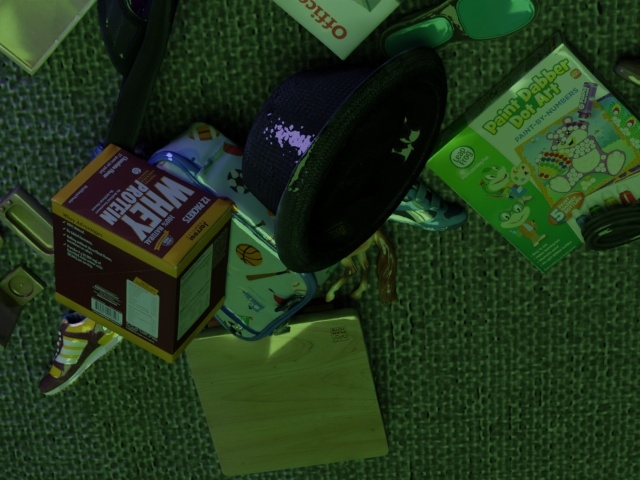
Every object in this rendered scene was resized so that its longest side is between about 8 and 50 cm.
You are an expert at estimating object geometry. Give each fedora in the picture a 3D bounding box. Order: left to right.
[{"bbox_3d":[0.013,-0.126,1.713,0.152,0.334,0.334,32,122,23],"label":"fedora"}]

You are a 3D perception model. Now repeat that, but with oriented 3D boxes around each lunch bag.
[{"bbox_3d":[-0.130,0.000,1.843,0.303,0.115,0.243,45,138,-7],"label":"lunch bag"}]

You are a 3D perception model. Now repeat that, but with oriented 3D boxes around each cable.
[{"bbox_3d":[0.495,-0.056,1.844,0.287,0.072,0.139,-20,154,15],"label":"cable"}]

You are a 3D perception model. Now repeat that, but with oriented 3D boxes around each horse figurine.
[{"bbox_3d":[0.000,0.000,1.912,0.263,0.066,0.174,18,122,0],"label":"horse figurine"}]

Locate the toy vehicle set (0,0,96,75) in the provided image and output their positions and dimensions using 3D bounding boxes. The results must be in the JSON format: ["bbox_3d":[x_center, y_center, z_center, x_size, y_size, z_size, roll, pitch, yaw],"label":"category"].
[{"bbox_3d":[-0.427,-0.358,1.754,0.267,0.035,0.166,40,114,-17],"label":"toy vehicle set"}]

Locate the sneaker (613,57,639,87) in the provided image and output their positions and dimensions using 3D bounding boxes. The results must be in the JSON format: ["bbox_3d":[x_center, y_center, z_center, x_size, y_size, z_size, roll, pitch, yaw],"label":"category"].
[{"bbox_3d":[0.476,-0.218,1.772,0.188,0.066,0.071,16,102,-12],"label":"sneaker"}]

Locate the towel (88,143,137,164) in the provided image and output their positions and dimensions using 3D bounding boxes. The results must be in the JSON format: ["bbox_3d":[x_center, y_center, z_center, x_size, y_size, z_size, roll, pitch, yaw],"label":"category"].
[{"bbox_3d":[-0.303,-0.075,1.909,0.067,0.029,0.119,22,119,-8],"label":"towel"}]

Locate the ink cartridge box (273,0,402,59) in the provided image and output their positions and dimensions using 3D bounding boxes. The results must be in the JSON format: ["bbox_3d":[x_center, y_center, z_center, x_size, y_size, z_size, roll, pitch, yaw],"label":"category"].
[{"bbox_3d":[0.050,-0.397,1.654,0.211,0.121,0.289,38,115,-17],"label":"ink cartridge box"}]

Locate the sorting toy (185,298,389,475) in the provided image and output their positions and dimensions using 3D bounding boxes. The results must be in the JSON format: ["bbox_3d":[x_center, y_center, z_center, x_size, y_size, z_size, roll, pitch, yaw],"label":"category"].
[{"bbox_3d":[-0.045,0.210,2.018,0.257,0.089,0.256,-9,119,8],"label":"sorting toy"}]

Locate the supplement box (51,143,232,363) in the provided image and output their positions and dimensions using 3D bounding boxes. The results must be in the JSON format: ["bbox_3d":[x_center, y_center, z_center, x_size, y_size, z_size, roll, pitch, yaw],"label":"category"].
[{"bbox_3d":[-0.231,0.017,1.750,0.191,0.129,0.194,27,139,15],"label":"supplement box"}]

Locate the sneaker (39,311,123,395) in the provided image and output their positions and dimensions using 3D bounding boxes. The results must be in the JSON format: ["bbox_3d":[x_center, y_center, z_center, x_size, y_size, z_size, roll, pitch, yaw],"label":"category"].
[{"bbox_3d":[-0.367,0.153,2.026,0.185,0.069,0.084,-40,101,16],"label":"sneaker"}]

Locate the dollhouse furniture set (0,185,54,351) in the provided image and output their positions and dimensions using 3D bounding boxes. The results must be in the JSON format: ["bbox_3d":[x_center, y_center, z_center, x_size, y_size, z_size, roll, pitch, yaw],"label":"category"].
[{"bbox_3d":[-0.441,0.040,1.927,0.151,0.123,0.144,-37,111,21],"label":"dollhouse furniture set"}]

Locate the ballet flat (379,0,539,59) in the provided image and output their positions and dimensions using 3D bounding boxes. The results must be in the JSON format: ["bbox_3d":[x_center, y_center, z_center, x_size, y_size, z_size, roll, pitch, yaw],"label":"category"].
[{"bbox_3d":[0.177,-0.285,1.736,0.213,0.068,0.072,-15,113,20],"label":"ballet flat"}]

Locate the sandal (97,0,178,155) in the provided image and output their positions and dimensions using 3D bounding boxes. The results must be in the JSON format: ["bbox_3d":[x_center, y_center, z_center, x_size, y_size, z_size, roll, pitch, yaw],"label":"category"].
[{"bbox_3d":[-0.237,-0.289,1.705,0.107,0.167,0.446,15,120,-10],"label":"sandal"}]

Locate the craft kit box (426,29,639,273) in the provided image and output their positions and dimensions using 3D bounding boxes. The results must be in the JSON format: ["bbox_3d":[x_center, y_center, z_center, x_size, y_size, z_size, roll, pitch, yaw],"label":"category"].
[{"bbox_3d":[0.312,-0.114,1.837,0.246,0.061,0.250,42,113,-15],"label":"craft kit box"}]

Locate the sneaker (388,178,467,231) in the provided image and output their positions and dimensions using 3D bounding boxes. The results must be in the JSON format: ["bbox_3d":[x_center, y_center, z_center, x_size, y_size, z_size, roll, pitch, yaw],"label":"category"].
[{"bbox_3d":[0.137,-0.053,1.882,0.144,0.053,0.059,11,117,-4],"label":"sneaker"}]
